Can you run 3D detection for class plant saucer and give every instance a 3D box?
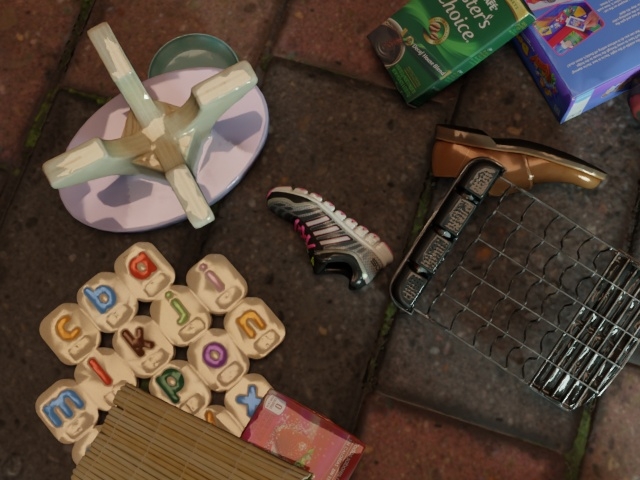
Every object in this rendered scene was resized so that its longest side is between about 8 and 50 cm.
[{"bbox_3d":[-0.160,-0.206,1.242,0.119,0.021,0.119,0,74,1],"label":"plant saucer"}]

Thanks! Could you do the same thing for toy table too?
[{"bbox_3d":[-0.190,-0.116,1.132,0.274,0.161,0.252,-40,85,-4],"label":"toy table"}]

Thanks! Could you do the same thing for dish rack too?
[{"bbox_3d":[0.235,0.053,1.112,0.271,0.074,0.208,33,96,5],"label":"dish rack"}]

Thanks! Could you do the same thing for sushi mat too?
[{"bbox_3d":[-0.151,0.254,0.997,0.316,0.019,0.151,14,72,44],"label":"sushi mat"}]

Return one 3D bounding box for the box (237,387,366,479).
[{"bbox_3d":[-0.066,0.297,1.036,0.122,0.128,0.257,30,79,3],"label":"box"}]

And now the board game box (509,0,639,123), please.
[{"bbox_3d":[0.401,-0.330,1.231,0.347,0.078,0.233,-26,75,-5],"label":"board game box"}]

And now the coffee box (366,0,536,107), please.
[{"bbox_3d":[0.158,-0.263,1.199,0.184,0.040,0.113,-34,74,21],"label":"coffee box"}]

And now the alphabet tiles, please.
[{"bbox_3d":[-0.185,0.152,1.143,0.284,0.021,0.278,-41,80,-9],"label":"alphabet tiles"}]

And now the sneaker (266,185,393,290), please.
[{"bbox_3d":[0.000,0.000,1.158,0.170,0.063,0.075,33,72,5],"label":"sneaker"}]

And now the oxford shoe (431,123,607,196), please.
[{"bbox_3d":[0.238,-0.086,1.183,0.212,0.076,0.076,12,102,6],"label":"oxford shoe"}]

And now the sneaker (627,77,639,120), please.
[{"bbox_3d":[0.493,-0.112,1.157,0.276,0.098,0.135,22,74,6],"label":"sneaker"}]
